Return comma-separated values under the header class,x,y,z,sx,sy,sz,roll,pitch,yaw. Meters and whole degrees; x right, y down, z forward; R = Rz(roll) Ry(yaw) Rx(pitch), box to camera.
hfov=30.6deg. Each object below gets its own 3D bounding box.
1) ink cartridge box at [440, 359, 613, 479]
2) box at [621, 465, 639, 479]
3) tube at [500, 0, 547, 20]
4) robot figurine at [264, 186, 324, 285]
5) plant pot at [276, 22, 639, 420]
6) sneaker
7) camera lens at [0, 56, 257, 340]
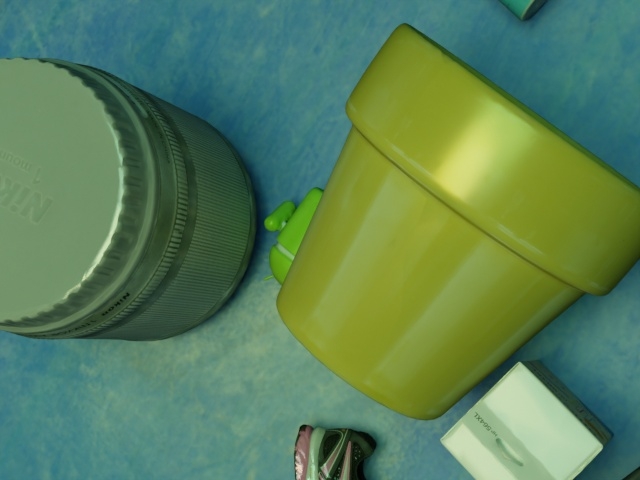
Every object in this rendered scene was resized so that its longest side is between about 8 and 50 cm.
class,x,y,z,sx,sy,sz,roll,pitch,yaw
ink cartridge box,0.166,0.157,0.925,0.092,0.143,0.090,45,98,15
box,0.233,0.273,0.814,0.294,0.296,0.182,-41,76,9
tube,0.118,-0.277,1.020,0.207,0.080,0.052,44,92,12
robot figurine,0.000,0.000,1.030,0.101,0.067,0.115,35,96,5
plant pot,0.098,-0.001,0.909,0.254,0.254,0.239,38,102,16
sneaker,0.022,0.246,1.002,0.077,0.072,0.178,-5,89,6
camera lens,-0.191,-0.026,0.981,0.219,0.274,0.219,-2,84,17
